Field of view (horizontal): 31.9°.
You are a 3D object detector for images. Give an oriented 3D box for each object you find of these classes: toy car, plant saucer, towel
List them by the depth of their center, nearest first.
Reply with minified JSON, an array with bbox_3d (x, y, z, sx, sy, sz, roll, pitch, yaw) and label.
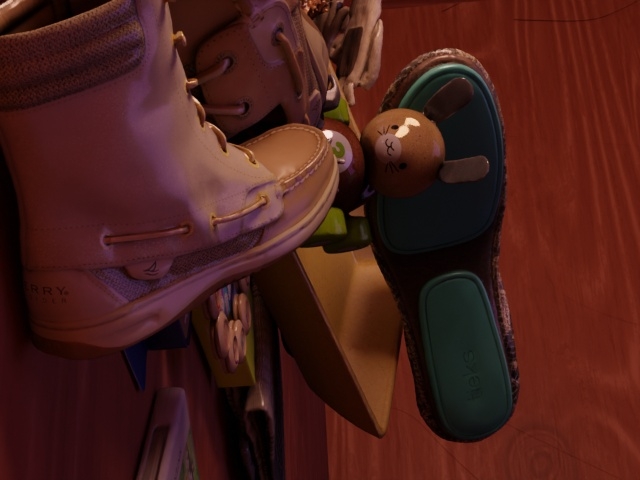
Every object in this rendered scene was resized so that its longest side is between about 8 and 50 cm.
[{"bbox_3d":[0.064,-0.084,1.081,0.149,0.188,0.155,13,65,-69],"label":"toy car"},{"bbox_3d":[0.000,0.000,1.252,0.333,0.081,0.333,-75,146,-54],"label":"plant saucer"},{"bbox_3d":[-0.075,0.159,1.286,0.324,0.056,0.312,-95,-178,-45],"label":"towel"}]

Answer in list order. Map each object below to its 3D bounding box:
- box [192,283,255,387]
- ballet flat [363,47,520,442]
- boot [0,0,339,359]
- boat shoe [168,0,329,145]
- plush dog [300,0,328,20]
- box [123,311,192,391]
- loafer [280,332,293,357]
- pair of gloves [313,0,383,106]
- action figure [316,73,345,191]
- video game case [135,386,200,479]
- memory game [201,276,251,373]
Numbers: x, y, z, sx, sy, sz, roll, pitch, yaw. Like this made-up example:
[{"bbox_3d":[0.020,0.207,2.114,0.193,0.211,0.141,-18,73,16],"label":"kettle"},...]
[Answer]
[{"bbox_3d":[-0.091,0.048,1.023,0.178,0.042,0.109,80,5,-55],"label":"box"},{"bbox_3d":[0.131,0.001,1.289,0.182,0.164,0.483,-114,-167,-65],"label":"ballet flat"},{"bbox_3d":[-0.070,-0.060,0.547,0.213,0.077,0.165,-36,126,-43],"label":"boot"},{"bbox_3d":[-0.064,-0.108,0.656,0.341,0.122,0.110,37,50,-68],"label":"boat shoe"},{"bbox_3d":[-0.068,-0.371,1.295,0.262,0.210,0.225,41,51,-43],"label":"plush dog"},{"bbox_3d":[-0.113,-0.024,0.768,0.136,0.036,0.225,82,5,-51],"label":"box"},{"bbox_3d":[-0.015,0.058,1.385,0.220,0.078,0.080,-98,-176,-53],"label":"loafer"},{"bbox_3d":[0.028,-0.256,1.437,0.240,0.042,0.204,7,-97,67],"label":"pair of gloves"},{"bbox_3d":[-0.065,-0.161,0.982,0.164,0.141,0.275,86,-11,-65],"label":"action figure"},{"bbox_3d":[-0.098,0.240,0.762,0.193,0.023,0.212,-89,174,-65],"label":"video game case"},{"bbox_3d":[-0.076,0.014,0.896,0.186,0.012,0.186,-4,90,-84],"label":"memory game"}]
